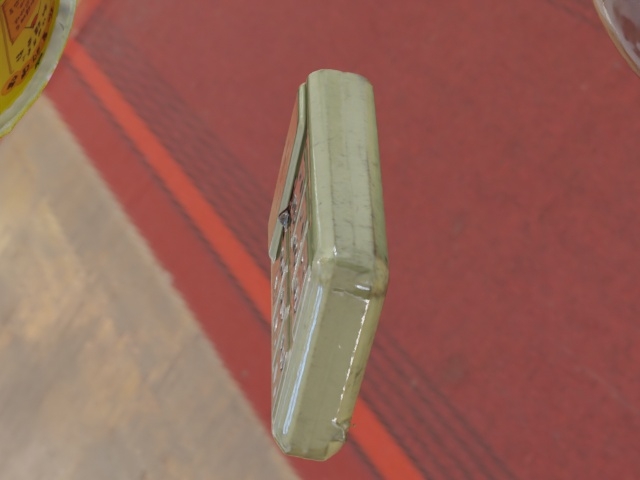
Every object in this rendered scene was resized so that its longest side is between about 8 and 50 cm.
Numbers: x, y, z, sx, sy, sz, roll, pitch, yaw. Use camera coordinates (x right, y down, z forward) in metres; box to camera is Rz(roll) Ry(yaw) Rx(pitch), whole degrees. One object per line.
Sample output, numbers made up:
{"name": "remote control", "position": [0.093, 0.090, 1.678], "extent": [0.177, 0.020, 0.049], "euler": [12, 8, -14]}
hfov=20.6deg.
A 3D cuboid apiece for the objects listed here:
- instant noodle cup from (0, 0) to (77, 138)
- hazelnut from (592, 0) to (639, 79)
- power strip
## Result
{"name": "instant noodle cup", "position": [-0.301, -0.214, 1.068], "extent": [0.325, 0.326, 0.254], "euler": [-65, 4, -20]}
{"name": "hazelnut", "position": [0.396, -0.273, 1.468], "extent": [0.366, 0.366, 0.365], "euler": [-39, 30, 28]}
{"name": "power strip", "position": [0.000, 0.000, 0.597], "extent": [0.169, 0.028, 0.076], "euler": [-93, 14, -63]}
